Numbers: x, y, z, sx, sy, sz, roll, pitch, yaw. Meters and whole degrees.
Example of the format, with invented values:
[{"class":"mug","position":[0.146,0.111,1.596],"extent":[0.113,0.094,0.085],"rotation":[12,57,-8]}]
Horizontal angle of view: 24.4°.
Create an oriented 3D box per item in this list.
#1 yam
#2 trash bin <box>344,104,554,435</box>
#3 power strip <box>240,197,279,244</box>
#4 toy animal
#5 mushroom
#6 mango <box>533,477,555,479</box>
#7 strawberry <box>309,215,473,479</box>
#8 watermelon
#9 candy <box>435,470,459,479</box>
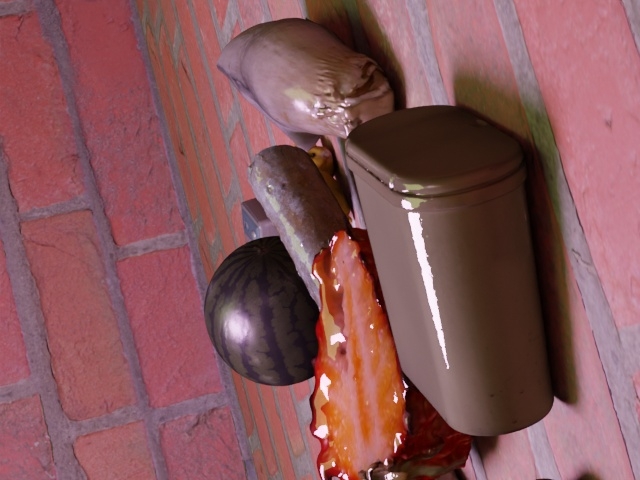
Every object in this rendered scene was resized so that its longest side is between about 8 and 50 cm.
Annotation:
[{"class":"yam","position":[0.000,0.000,1.836],"extent":[0.259,0.093,0.093],"rotation":[60,164,18]},{"class":"trash bin","position":[0.117,0.021,1.337],"extent":[0.243,0.121,0.247],"rotation":[-132,28,-67]},{"class":"power strip","position":[-0.078,0.048,2.521],"extent":[0.145,0.061,0.215],"rotation":[-128,25,-49]},{"class":"toy animal","position":[-0.010,-0.087,1.969],"extent":[0.070,0.083,0.159],"rotation":[-32,48,32]},{"class":"mushroom","position":[-0.015,-0.182,1.736],"extent":[0.177,0.126,0.397],"rotation":[50,175,-12]},{"class":"mango","position":[0.204,0.246,1.306],"extent":[0.127,0.063,0.077],"rotation":[109,142,-79]},{"class":"strawberry","position":[0.082,0.147,1.612],"extent":[0.253,0.150,0.280],"rotation":[113,148,-44]},{"class":"watermelon","position":[-0.059,0.101,2.078],"extent":[0.212,0.212,0.212],"rotation":[167,90,-79]},{"class":"candy","position":[0.125,0.424,1.733],"extent":[0.179,0.135,0.320],"rotation":[-122,20,-57]}]
